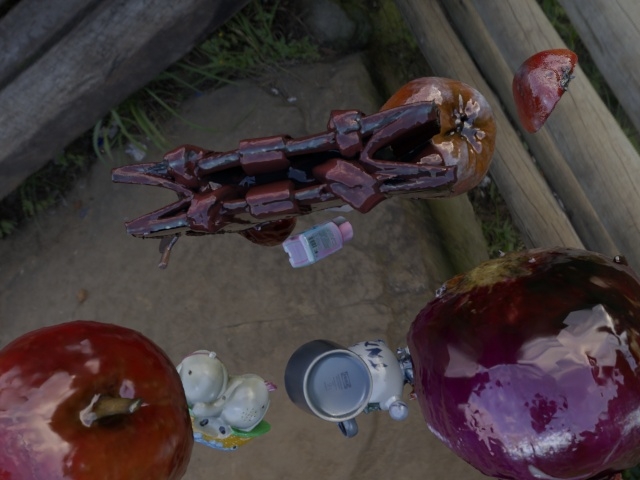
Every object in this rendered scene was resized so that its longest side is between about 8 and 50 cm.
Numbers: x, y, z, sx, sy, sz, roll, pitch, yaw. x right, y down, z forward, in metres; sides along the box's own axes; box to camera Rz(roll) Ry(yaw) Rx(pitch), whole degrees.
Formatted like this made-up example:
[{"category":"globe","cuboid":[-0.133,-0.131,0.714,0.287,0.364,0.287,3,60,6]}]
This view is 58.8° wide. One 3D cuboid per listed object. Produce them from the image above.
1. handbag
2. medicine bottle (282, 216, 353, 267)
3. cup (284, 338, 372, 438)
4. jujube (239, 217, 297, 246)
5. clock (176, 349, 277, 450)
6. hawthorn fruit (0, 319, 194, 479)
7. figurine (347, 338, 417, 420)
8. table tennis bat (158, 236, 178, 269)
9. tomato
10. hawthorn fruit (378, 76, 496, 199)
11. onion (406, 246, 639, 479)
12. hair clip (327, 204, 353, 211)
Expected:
[{"category":"handbag","cuboid":[-0.011,-0.058,0.522,0.260,0.275,0.084,-9,93,11]},{"category":"medicine bottle","cuboid":[0.000,0.000,1.624,0.119,0.188,0.094,-19,96,55]},{"category":"cup","cuboid":[0.013,0.150,0.562,0.078,0.077,0.100,-25,89,-14]},{"category":"jujube","cuboid":[-0.093,-0.038,0.792,0.077,0.129,0.077,-27,50,36]},{"category":"clock","cuboid":[-0.179,0.272,0.982,0.144,0.231,0.103,-56,21,8]},{"category":"hawthorn fruit","cuboid":[-0.267,0.214,0.627,0.330,0.287,0.286,-35,58,43]},{"category":"figurine","cuboid":[0.202,0.343,1.490,0.382,0.261,0.186,-11,109,-2]},{"category":"table tennis bat","cuboid":[-0.426,-0.019,1.442,0.107,0.119,0.169,-38,33,31]},{"category":"tomato","cuboid":[0.467,-0.337,1.238,0.099,0.173,0.189,28,84,-2]},{"category":"hawthorn fruit","cuboid":[0.199,-0.176,1.075,0.231,0.235,0.263,53,123,18]},{"category":"onion","cuboid":[0.306,0.201,0.735,0.348,0.348,0.385,-27,95,13]},{"category":"hair clip","cuboid":[-0.025,-0.129,1.398,0.085,0.331,0.101,-29,69,34]}]
